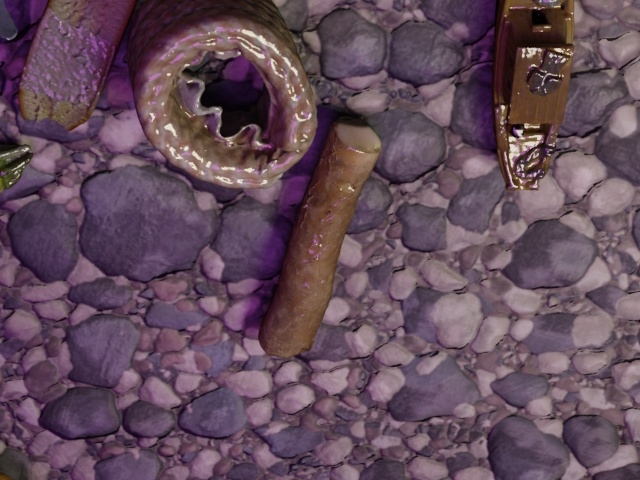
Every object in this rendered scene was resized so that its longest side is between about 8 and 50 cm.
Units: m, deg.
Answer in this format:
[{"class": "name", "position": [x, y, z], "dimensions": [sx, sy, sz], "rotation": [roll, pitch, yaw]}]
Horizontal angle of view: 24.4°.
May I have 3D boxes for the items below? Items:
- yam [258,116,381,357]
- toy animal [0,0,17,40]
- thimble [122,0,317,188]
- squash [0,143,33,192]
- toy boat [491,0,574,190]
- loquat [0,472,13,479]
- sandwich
[{"class": "yam", "position": [0.000, 0.000, 1.862], "dimensions": [0.081, 0.081, 0.357], "rotation": [14, 125, -9]}, {"class": "toy animal", "position": [-0.334, -0.356, 1.600], "dimensions": [0.255, 0.176, 0.239], "rotation": [29, 103, -37]}, {"class": "thimble", "position": [-0.111, -0.183, 1.683], "dimensions": [0.229, 0.148, 0.196], "rotation": [33, 114, -32]}, {"class": "squash", "position": [-0.419, -0.080, 1.819], "dimensions": [0.132, 0.105, 0.105], "rotation": [-8, 127, -16]}, {"class": "toy boat", "position": [0.245, -0.195, 1.695], "dimensions": [0.089, 0.121, 0.321], "rotation": [-2, 125, -4]}, {"class": "loquat", "position": [-0.510, 0.412, 2.087], "dimensions": [0.208, 0.208, 0.208], "rotation": [1, 125, 1]}, {"class": "sandwich", "position": [-0.283, -0.219, 1.707], "dimensions": [0.094, 0.096, 0.258], "rotation": [22, 120, -7]}]
